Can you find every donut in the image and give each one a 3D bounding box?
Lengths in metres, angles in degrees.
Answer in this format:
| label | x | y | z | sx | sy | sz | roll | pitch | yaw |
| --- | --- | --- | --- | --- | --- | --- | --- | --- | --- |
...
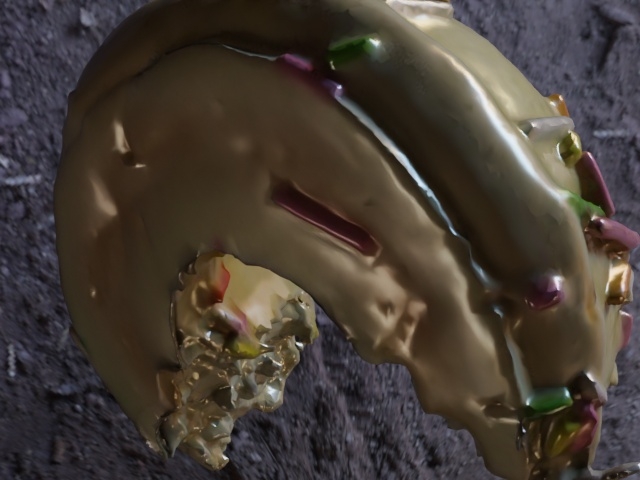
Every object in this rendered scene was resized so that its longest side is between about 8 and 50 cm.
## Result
| label | x | y | z | sx | sy | sz | roll | pitch | yaw |
| --- | --- | --- | --- | --- | --- | --- | --- | --- | --- |
| donut | -0.008 | -0.006 | 0.617 | 0.150 | 0.371 | 0.307 | -35 | 109 | -43 |
